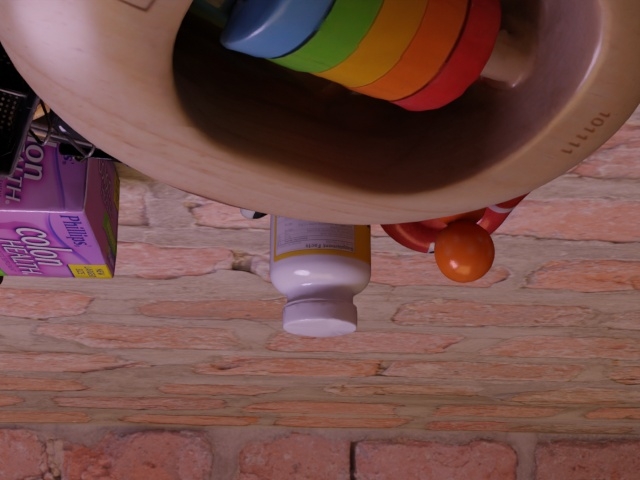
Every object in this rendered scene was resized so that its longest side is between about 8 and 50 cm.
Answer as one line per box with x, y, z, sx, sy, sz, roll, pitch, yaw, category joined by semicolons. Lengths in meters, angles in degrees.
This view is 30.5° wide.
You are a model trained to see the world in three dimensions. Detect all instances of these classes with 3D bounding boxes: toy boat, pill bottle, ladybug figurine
0.137;-0.032;1.145;0.151;0.151;0.231;4;161;-10;toy boat
0.000;0.000;1.188;0.103;0.184;0.103;0;162;0;pill bottle
0.009;-0.157;0.673;0.449;0.162;0.305;17;129;-40;ladybug figurine

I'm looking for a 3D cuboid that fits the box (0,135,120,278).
-0.332;-0.047;1.150;0.243;0.117;0.213;0;162;-3;box

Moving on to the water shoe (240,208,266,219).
0.009;-0.062;1.069;0.203;0.073;0.080;-37;99;32;water shoe

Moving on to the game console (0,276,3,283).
-0.433;-0.006;1.328;0.144;0.085;0.124;3;162;-11;game console

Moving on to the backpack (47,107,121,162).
-0.119;-0.115;0.949;0.182;0.115;0.152;9;174;-19;backpack

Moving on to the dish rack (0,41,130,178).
-0.097;-0.128;0.806;0.272;0.074;0.208;12;114;-34;dish rack

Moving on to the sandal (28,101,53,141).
-0.248;-0.129;1.005;0.180;0.072;0.049;10;138;-16;sandal
